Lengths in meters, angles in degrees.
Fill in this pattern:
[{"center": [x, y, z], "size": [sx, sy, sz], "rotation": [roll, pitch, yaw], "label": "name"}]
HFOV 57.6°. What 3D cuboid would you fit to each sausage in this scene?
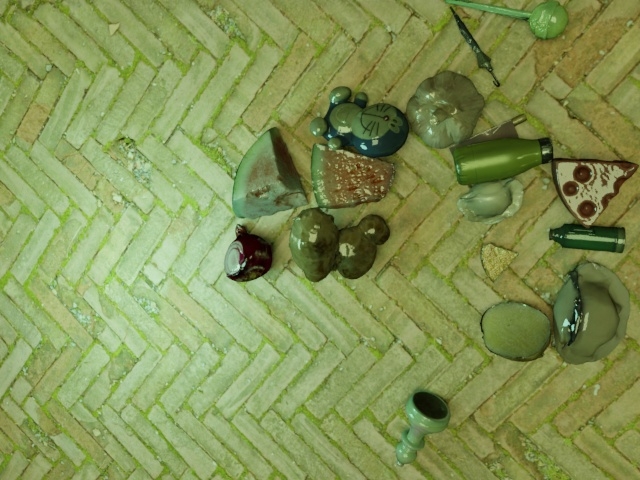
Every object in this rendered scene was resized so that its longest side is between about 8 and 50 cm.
[{"center": [0.516, -0.319, 1.643], "size": [0.132, 0.024, 0.024], "rotation": [-25, 92, 18], "label": "sausage"}]

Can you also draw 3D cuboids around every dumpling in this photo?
[{"center": [0.484, -0.109, 1.655], "size": [0.188, 0.108, 0.127], "rotation": [-17, 123, 5], "label": "dumpling"}, {"center": [0.751, 0.208, 1.600], "size": [0.204, 0.163, 0.293], "rotation": [15, 92, 18], "label": "dumpling"}]

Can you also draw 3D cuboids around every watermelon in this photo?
[{"center": [0.099, -0.191, 1.749], "size": [0.256, 0.140, 0.193], "rotation": [3, 96, 7], "label": "watermelon"}, {"center": [-0.168, -0.188, 1.825], "size": [0.232, 0.193, 0.310], "rotation": [37, 95, 27], "label": "watermelon"}]

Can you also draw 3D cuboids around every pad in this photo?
[{"center": [0.476, -0.255, 1.661], "size": [0.187, 0.006, 0.113], "rotation": [-23, 107, 19], "label": "pad"}]

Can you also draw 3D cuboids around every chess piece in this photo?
[{"center": [0.297, 0.617, 1.837], "size": [0.139, 0.139, 0.272], "rotation": [26, 118, 11], "label": "chess piece"}]

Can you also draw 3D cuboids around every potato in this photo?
[{"center": [0.570, 0.282, 1.683], "size": [0.202, 0.117, 0.182], "rotation": [8, 58, 39], "label": "potato"}]

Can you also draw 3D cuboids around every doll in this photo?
[{"center": [0.123, -0.329, 1.682], "size": [0.258, 0.228, 0.154], "rotation": [15, 148, 26], "label": "doll"}]

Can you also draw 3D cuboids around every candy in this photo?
[{"center": [0.498, -0.621, 1.578], "size": [0.335, 0.093, 0.092], "rotation": [20, 62, 21], "label": "candy"}]

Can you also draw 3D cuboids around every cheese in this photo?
[{"center": [0.723, -0.128, 1.568], "size": [0.203, 0.128, 0.177], "rotation": [5, 103, 12], "label": "cheese"}]

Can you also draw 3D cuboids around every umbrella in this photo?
[{"center": [0.433, -0.541, 1.628], "size": [0.044, 0.044, 0.269], "rotation": [-35, 79, 45], "label": "umbrella"}]

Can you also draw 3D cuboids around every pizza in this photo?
[{"center": [0.528, 0.058, 1.707], "size": [0.108, 0.026, 0.123], "rotation": [-14, 93, 16], "label": "pizza"}]

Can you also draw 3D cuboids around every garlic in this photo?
[{"center": [0.338, -0.354, 1.593], "size": [0.218, 0.212, 0.219], "rotation": [5, 107, 17], "label": "garlic"}]

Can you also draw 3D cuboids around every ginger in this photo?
[{"center": [0.058, 0.017, 1.754], "size": [0.304, 0.155, 0.245], "rotation": [1, 111, -15], "label": "ginger"}]

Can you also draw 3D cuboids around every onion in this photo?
[{"center": [-0.229, 0.039, 1.889], "size": [0.173, 0.135, 0.198], "rotation": [-33, 50, 36], "label": "onion"}]

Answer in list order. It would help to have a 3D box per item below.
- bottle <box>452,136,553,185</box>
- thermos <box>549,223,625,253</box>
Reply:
[{"center": [0.503, -0.226, 1.604], "size": [0.260, 0.112, 0.112], "rotation": [-10, 97, 12], "label": "bottle"}, {"center": [0.732, -0.007, 1.604], "size": [0.187, 0.083, 0.073], "rotation": [5, 104, 17], "label": "thermos"}]
